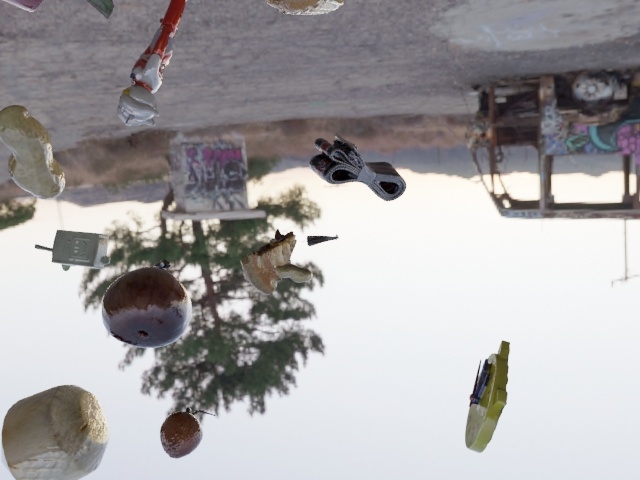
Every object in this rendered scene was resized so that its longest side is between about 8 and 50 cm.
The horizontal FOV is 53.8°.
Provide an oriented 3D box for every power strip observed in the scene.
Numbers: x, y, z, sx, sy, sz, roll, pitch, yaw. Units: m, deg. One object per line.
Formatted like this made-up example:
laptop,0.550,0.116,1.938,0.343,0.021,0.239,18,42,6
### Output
power strip,-0.531,0.017,1.343,0.175,0.075,0.042,4,173,15

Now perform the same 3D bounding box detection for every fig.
fig,-0.460,0.176,1.681,0.235,0.235,0.214,-7,-154,-18

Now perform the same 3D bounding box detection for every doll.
doll,-0.427,-0.449,1.609,0.099,0.384,0.188,18,153,-18

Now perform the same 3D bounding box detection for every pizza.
pizza,-0.141,0.042,1.769,0.069,0.154,0.194,16,-123,44

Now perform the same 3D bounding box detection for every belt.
belt,0.115,-0.194,1.786,0.359,0.126,0.094,18,-163,-48

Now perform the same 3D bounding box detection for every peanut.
peanut,-0.687,-0.203,1.498,0.117,0.263,0.101,-25,-129,-26
peanut,-0.057,0.069,1.356,0.083,0.037,0.037,15,-177,-14

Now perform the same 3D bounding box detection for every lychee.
lychee,-0.325,0.451,1.496,0.101,0.114,0.140,-29,-153,9

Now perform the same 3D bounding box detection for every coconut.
coconut,-0.795,0.582,1.850,0.328,0.329,0.329,-5,-172,1

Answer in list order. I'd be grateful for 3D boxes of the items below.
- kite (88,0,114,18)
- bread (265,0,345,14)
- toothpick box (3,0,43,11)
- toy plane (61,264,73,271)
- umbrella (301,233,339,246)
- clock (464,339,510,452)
kite,-0.355,-0.471,1.058,0.250,0.229,0.012,-2,167,-27
bread,-0.013,-0.613,1.389,0.274,0.274,0.149,1,167,37
toothpick box,-0.637,-0.554,1.076,0.333,0.204,0.204,15,172,-43
toy plane,-0.677,0.030,1.702,0.040,0.111,0.102,3,-170,-18
umbrella,0.000,-0.001,1.384,0.083,0.031,0.020,-11,-143,-7
clock,0.452,0.444,1.763,0.071,0.294,0.277,16,-148,8
